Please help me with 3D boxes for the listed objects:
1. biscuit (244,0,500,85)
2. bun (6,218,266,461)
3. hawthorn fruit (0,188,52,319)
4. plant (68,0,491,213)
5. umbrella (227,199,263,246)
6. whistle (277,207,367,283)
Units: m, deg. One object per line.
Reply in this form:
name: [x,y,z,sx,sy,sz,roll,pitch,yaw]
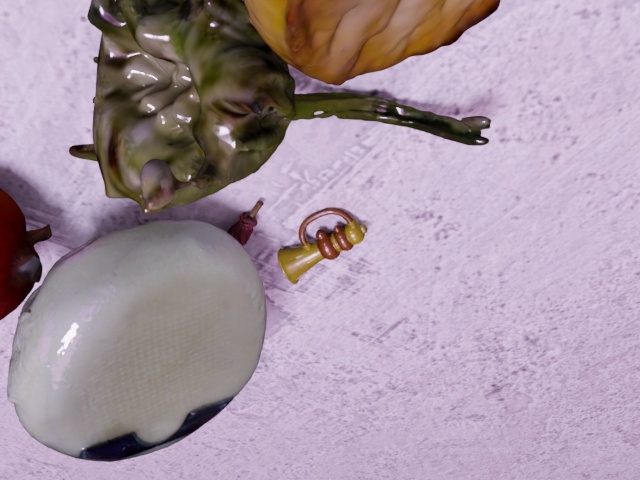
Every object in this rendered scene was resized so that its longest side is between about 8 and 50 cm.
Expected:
biscuit: [0.075,-0.222,0.470,0.296,0.102,0.296,-35,169,-8]
bun: [-0.210,0.090,0.839,0.293,0.187,0.293,-27,135,-31]
hawthorn fruit: [-0.372,0.008,0.754,0.202,0.185,0.185,-10,144,-20]
plant: [-0.050,-0.093,0.667,0.333,0.251,0.180,13,101,-48]
umbrella: [-0.104,0.007,0.884,0.027,0.025,0.165,-5,149,-35]
whistle: [0.000,-0.001,0.882,0.109,0.057,0.046,-32,178,19]
